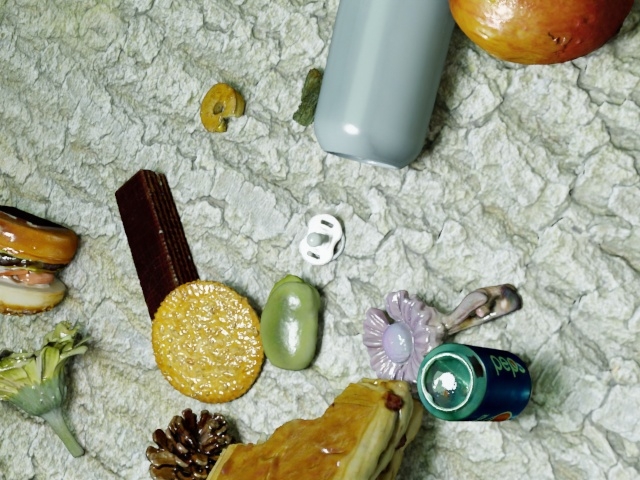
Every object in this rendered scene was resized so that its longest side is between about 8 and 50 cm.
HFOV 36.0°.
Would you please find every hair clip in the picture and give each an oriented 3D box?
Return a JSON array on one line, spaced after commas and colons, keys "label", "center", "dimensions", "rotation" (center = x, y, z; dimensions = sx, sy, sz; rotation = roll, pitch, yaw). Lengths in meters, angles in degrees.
[{"label": "hair clip", "center": [0.189, 0.146, 1.643], "dimensions": [0.300, 0.069, 0.172], "rotation": [-31, 65, 30]}]

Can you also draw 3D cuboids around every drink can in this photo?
[{"label": "drink can", "center": [0.240, 0.218, 1.502], "dimensions": [0.118, 0.205, 0.118], "rotation": [-7, 79, 35]}]

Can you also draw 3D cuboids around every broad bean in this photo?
[{"label": "broad bean", "center": [-0.058, 0.151, 1.828], "dimensions": [0.124, 0.082, 0.174], "rotation": [13, 88, 37]}]

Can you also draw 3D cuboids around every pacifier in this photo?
[{"label": "pacifier", "center": [0.000, 0.000, 1.818], "dimensions": [0.082, 0.078, 0.099], "rotation": [24, 96, 17]}]

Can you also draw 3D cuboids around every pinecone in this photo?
[{"label": "pinecone", "center": [-0.244, 0.411, 1.882], "dimensions": [0.195, 0.150, 0.179], "rotation": [-47, 50, 18]}]

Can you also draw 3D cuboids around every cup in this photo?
[{"label": "cup", "center": [0.107, -0.290, 1.710], "dimensions": [0.206, 0.205, 0.312], "rotation": [15, 92, 39]}]

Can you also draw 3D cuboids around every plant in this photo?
[{"label": "plant", "center": [-0.640, 0.326, 2.138], "dimensions": [0.306, 0.261, 0.296], "rotation": [-21, 68, 46]}]

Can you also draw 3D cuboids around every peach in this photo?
[{"label": "peach", "center": [0.340, -0.385, 1.522], "dimensions": [0.281, 0.238, 0.280], "rotation": [-1, 55, 2]}]

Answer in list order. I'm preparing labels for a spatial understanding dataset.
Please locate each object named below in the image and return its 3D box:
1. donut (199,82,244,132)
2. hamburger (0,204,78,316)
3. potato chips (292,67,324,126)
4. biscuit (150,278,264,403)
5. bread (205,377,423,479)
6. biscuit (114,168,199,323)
[{"label": "donut", "center": [-0.203, -0.276, 2.053], "dimensions": [0.108, 0.043, 0.097], "rotation": [-34, 62, 30]}, {"label": "hamburger", "center": [-0.704, 0.047, 2.237], "dimensions": [0.291, 0.291, 0.225], "rotation": [24, 98, 39]}, {"label": "potato chips", "center": [-0.009, -0.275, 1.850], "dimensions": [0.142, 0.026, 0.209], "rotation": [-44, 23, 29]}, {"label": "biscuit", "center": [-0.223, 0.200, 1.925], "dimensions": [0.254, 0.035, 0.253], "rotation": [3, 99, 21]}, {"label": "bread", "center": [-0.010, 0.397, 1.631], "dimensions": [0.314, 0.191, 0.370], "rotation": [-8, 35, 43]}, {"label": "biscuit", "center": [-0.336, 0.031, 2.078], "dimensions": [0.107, 0.073, 0.388], "rotation": [-36, 61, 29]}]
